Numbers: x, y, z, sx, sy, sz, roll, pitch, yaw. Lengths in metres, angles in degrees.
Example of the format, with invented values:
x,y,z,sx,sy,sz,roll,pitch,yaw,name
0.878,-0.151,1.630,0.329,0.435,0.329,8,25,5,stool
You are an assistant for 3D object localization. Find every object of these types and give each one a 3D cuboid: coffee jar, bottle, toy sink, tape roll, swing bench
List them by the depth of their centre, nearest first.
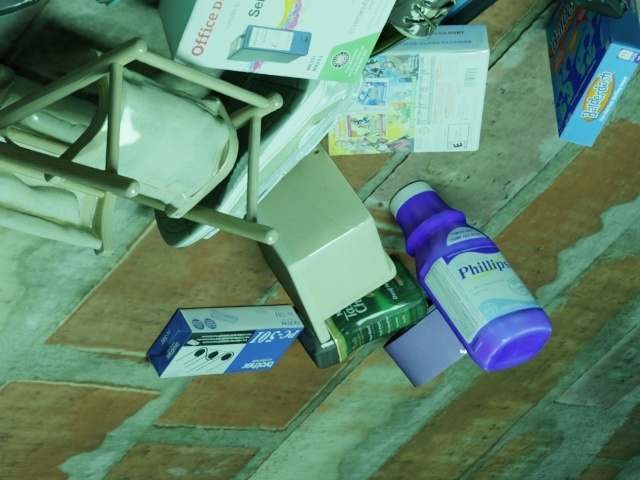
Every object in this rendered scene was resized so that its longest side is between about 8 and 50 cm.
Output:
x,y,z,sx,sy,sz,roll,pitch,yaw,name
-0.213,-0.088,1.736,0.255,0.165,0.253,-5,168,32,swing bench
0.000,0.000,2.122,0.131,0.152,0.234,-31,150,-6,toy sink
0.191,0.042,2.238,0.118,0.283,0.092,-10,143,-35,bottle
0.053,0.105,2.388,0.184,0.096,0.079,-28,146,-12,coffee jar
0.190,0.131,2.500,0.189,0.080,0.189,-39,180,0,tape roll

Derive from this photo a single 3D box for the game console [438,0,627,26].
x,y,z,sx,sy,sz,roll,pitch,yaw,name
0.162,-0.274,1.867,0.293,0.250,0.173,25,90,-57,game console

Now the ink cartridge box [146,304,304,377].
x,y,z,sx,sy,sz,roll,pitch,yaw,name
-0.129,0.138,2.307,0.207,0.046,0.097,-1,138,-45,ink cartridge box

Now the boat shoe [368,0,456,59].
x,y,z,sx,sy,sz,roll,pitch,yaw,name
0.100,-0.247,1.775,0.080,0.073,0.223,11,160,-36,boat shoe

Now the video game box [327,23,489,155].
x,y,z,sx,sy,sz,roll,pitch,yaw,name
0.100,-0.176,1.984,0.187,0.048,0.205,-3,149,-2,video game box

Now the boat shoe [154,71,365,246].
x,y,z,sx,sy,sz,roll,pitch,yaw,name
-0.078,-0.099,1.906,0.103,0.118,0.320,8,136,-42,boat shoe

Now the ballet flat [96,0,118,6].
x,y,z,sx,sy,sz,roll,pitch,yaw,name
-0.138,-0.315,1.581,0.247,0.083,0.087,-28,115,27,ballet flat

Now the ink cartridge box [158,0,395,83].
x,y,z,sx,sy,sz,roll,pitch,yaw,name
-0.041,-0.253,1.712,0.212,0.093,0.154,6,134,-24,ink cartridge box

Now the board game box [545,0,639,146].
x,y,z,sx,sy,sz,roll,pitch,yaw,name
0.331,-0.244,2.037,0.047,0.210,0.160,12,135,-11,board game box

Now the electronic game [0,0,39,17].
x,y,z,sx,sy,sz,roll,pitch,yaw,name
-0.283,-0.288,1.512,0.229,0.048,0.229,-32,153,-18,electronic game
